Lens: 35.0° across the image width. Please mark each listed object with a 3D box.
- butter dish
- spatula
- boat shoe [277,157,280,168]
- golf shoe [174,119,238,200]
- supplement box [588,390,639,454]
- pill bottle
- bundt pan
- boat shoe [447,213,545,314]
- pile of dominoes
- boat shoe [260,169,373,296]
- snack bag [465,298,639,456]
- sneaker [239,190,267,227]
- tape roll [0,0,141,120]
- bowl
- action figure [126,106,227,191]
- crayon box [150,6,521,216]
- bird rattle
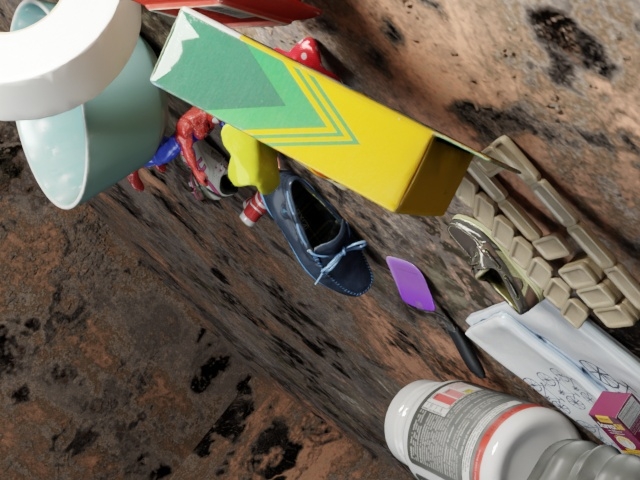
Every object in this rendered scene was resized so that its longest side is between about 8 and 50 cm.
[{"bbox_3d":[-0.095,-0.276,0.994,0.160,0.118,0.160,8,-177,38],"label":"butter dish"},{"bbox_3d":[0.199,0.134,1.649,0.084,0.030,0.296,15,152,53],"label":"spatula"},{"bbox_3d":[-0.094,-0.146,1.503,0.043,0.049,0.137,21,152,45],"label":"boat shoe"},{"bbox_3d":[-0.199,-0.143,1.761,0.086,0.067,0.186,-3,143,13],"label":"golf shoe"},{"bbox_3d":[0.400,0.238,1.319,0.083,0.043,0.055,46,159,-15],"label":"supplement box"},{"bbox_3d":[0.274,0.362,1.789,0.210,0.210,0.363,46,165,-22],"label":"pill bottle"},{"bbox_3d":[0.462,0.393,1.504,0.331,0.124,0.331,23,167,5],"label":"bundt pan"},{"bbox_3d":[0.208,0.028,1.244,0.152,0.049,0.056,43,160,22],"label":"boat shoe"},{"bbox_3d":[0.257,-0.008,1.119,0.251,0.040,0.196,48,165,-2],"label":"pile of dominoes"},{"bbox_3d":[0.000,0.000,1.593,0.258,0.109,0.089,44,161,-26],"label":"boat shoe"},{"bbox_3d":[0.368,0.193,1.401,0.323,0.037,0.342,40,165,1],"label":"snack bag"},{"bbox_3d":[-0.106,-0.068,1.792,0.042,0.067,0.118,40,-164,-11],"label":"sneaker"},{"bbox_3d":[-0.374,-0.296,1.270,0.286,0.286,0.100,35,166,16],"label":"tape roll"},{"bbox_3d":[-0.341,-0.212,1.535,0.311,0.163,0.311,26,123,51],"label":"bowl"},{"bbox_3d":[-0.198,-0.132,1.612,0.139,0.091,0.280,46,145,-9],"label":"action figure"},{"bbox_3d":[0.021,-0.108,0.987,0.323,0.083,0.203,28,-171,17],"label":"crayon box"},{"bbox_3d":[-0.004,-0.140,1.245,0.207,0.143,0.253,31,154,-13],"label":"bird rattle"}]
